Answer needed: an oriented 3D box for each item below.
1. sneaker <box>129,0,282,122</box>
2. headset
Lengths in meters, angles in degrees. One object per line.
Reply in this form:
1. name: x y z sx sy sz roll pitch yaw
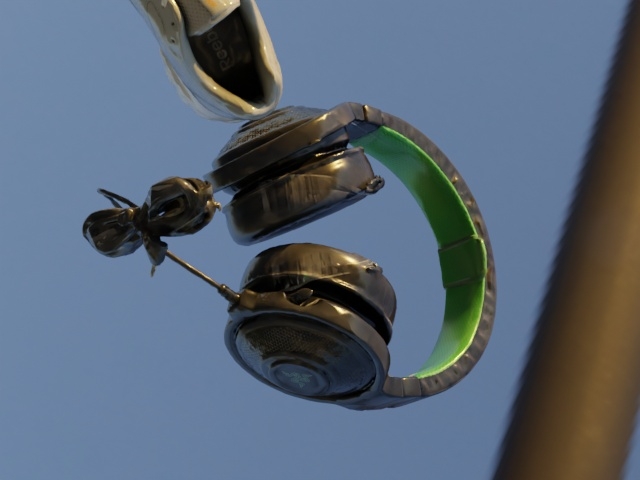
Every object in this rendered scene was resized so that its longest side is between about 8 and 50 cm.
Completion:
1. sneaker: -0.103 -0.194 1.315 0.099 0.262 0.121 -40 -162 -7
2. headset: 0.000 0.000 1.426 0.185 0.394 0.243 -25 -112 47
